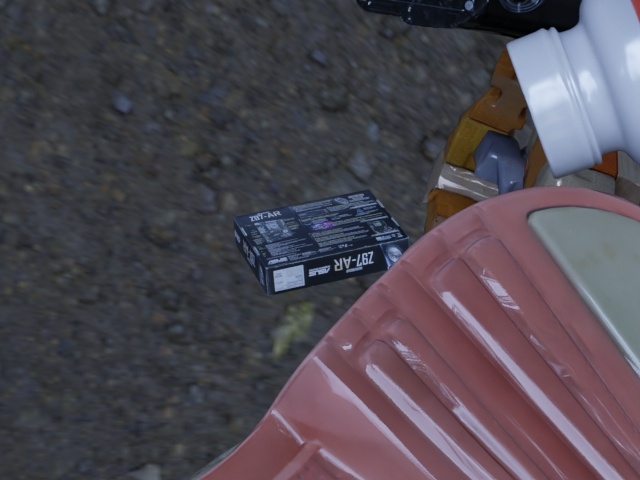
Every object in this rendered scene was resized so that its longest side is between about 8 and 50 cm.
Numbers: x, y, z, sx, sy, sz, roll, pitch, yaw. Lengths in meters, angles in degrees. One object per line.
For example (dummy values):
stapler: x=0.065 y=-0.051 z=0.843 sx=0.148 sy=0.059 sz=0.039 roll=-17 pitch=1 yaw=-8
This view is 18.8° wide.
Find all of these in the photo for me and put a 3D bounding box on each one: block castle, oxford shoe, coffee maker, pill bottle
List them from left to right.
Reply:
oxford shoe: x=-0.040 y=0.138 z=0.464 sx=0.397 sy=0.146 sz=0.140 roll=-31 pitch=72 yaw=-33
coffee maker: x=0.138 y=-0.187 z=1.371 sx=0.171 sy=0.178 sz=0.120 roll=42 pitch=117 yaw=33
block castle: x=0.220 y=0.011 z=1.572 sx=0.213 sy=0.453 sz=0.303 roll=19 pitch=128 yaw=-8
pill bottle: x=0.233 y=-0.116 z=1.185 sx=0.221 sy=0.124 sz=0.124 roll=-20 pitch=79 yaw=6

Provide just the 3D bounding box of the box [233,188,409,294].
box: x=0.000 y=0.000 z=1.074 sx=0.083 sy=0.067 sz=0.018 roll=-12 pitch=119 yaw=-15
